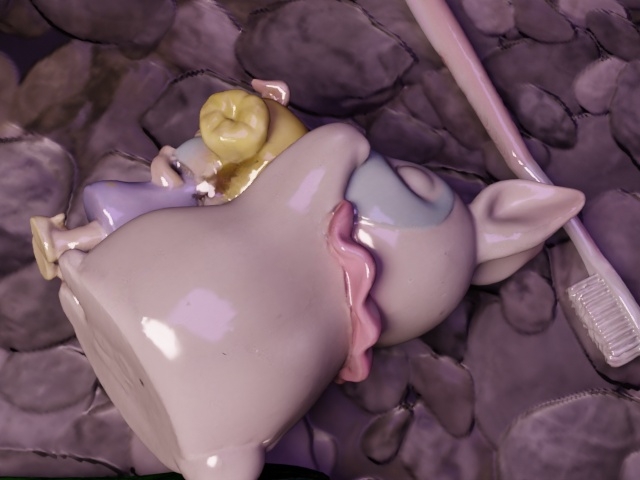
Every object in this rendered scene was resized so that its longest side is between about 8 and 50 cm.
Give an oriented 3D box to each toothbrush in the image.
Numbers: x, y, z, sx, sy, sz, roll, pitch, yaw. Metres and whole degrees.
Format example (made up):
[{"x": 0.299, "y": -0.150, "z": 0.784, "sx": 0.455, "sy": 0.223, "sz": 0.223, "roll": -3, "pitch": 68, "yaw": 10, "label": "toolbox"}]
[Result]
[{"x": 0.101, "y": -0.065, "z": 0.601, "sx": 0.029, "sy": 0.025, "sz": 0.307, "roll": -24, "pitch": 74, "yaw": -13, "label": "toothbrush"}]

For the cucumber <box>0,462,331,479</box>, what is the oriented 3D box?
[{"x": -0.083, "y": 0.121, "z": 0.474, "sx": 0.184, "sy": 0.033, "sz": 0.036, "roll": 1, "pitch": 92, "yaw": -12, "label": "cucumber"}]

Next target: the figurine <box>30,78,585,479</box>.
[{"x": 0.000, "y": 0.000, "z": 0.500, "sx": 0.235, "sy": 0.127, "sz": 0.155, "roll": -30, "pitch": 61, "yaw": -26, "label": "figurine"}]
